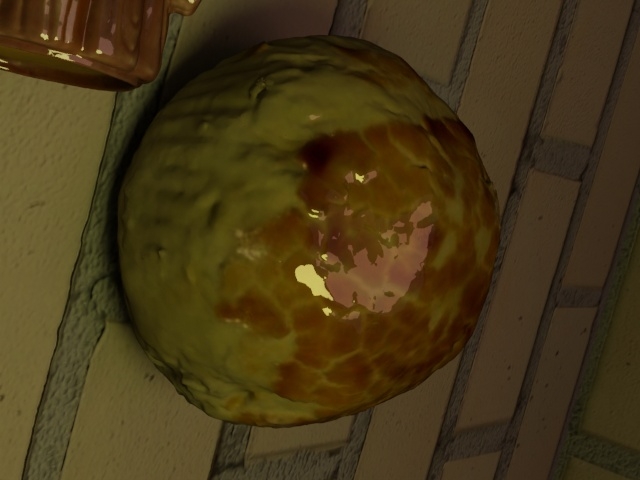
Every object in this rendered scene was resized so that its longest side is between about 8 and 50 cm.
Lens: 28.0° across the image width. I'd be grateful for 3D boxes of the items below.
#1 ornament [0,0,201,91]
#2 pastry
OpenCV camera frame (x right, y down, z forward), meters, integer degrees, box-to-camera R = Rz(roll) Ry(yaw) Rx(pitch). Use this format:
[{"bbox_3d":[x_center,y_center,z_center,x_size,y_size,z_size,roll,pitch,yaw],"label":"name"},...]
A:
[{"bbox_3d":[-0.175,-0.224,0.882,0.235,0.221,0.218,-175,-83,-74],"label":"ornament"},{"bbox_3d":[0.000,0.000,1.235,0.388,0.312,0.389,-32,128,-52],"label":"pastry"}]
